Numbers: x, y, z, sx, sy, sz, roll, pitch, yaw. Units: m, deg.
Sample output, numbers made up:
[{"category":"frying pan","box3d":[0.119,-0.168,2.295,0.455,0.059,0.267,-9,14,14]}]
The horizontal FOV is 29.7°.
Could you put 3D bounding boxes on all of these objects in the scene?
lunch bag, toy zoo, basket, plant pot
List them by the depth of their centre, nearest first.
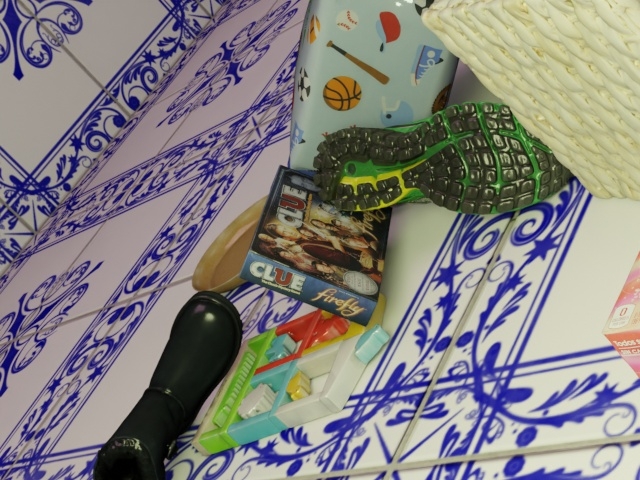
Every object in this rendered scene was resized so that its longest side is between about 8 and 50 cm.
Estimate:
[{"category":"basket","box3d":[0.340,-0.224,1.198,0.266,0.331,0.328,-54,22,-12]},{"category":"toy zoo","box3d":[-0.025,0.159,1.515,0.293,0.030,0.192,-26,26,38]},{"category":"lunch bag","box3d":[0.089,-0.294,1.754,0.385,0.239,0.328,-89,11,-59]},{"category":"plant pot","box3d":[-0.114,0.006,1.982,0.236,0.032,0.236,-36,22,17]}]

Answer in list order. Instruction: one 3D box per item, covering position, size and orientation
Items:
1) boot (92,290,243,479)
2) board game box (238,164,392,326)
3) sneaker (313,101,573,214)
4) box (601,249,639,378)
[{"category":"boot","box3d":[-0.192,0.206,1.526,0.246,0.094,0.207,-63,-1,29]},{"category":"board game box","box3d":[0.000,0.000,1.515,0.243,0.165,0.042,-77,9,-61]},{"category":"sneaker","box3d":[0.164,-0.107,1.511,0.343,0.134,0.146,2,9,37]},{"category":"box","box3d":[0.377,0.037,0.856,0.300,0.142,0.154,-17,32,50]}]
